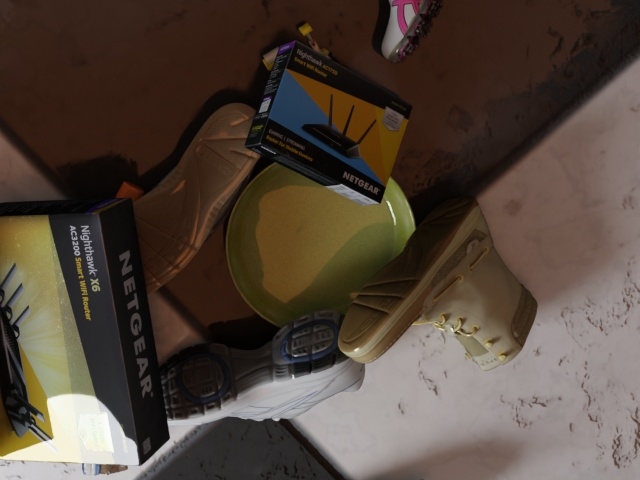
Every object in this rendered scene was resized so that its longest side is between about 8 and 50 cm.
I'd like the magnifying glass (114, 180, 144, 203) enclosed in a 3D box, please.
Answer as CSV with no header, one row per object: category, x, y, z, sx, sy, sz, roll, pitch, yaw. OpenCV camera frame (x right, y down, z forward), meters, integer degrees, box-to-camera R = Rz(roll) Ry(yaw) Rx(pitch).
magnifying glass,-0.283,0.032,1.489,0.092,0.026,0.231,27,99,-13

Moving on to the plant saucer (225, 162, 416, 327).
plant saucer,0.000,0.000,1.510,0.241,0.037,0.241,-2,106,-6

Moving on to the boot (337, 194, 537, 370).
boot,0.154,0.100,1.486,0.262,0.095,0.203,-49,119,-27

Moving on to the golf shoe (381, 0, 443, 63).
golf shoe,0.109,-0.305,1.436,0.086,0.067,0.186,26,102,14

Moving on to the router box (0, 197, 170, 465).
router box,-0.323,0.108,1.421,0.243,0.081,0.309,-2,105,21

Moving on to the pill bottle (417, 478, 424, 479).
pill bottle,0.069,0.378,1.591,0.169,0.094,0.094,-20,106,-1

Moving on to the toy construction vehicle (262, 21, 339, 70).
toy construction vehicle,-0.022,-0.204,1.457,0.086,0.035,0.098,-35,115,3

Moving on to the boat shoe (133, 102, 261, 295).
boat shoe,-0.160,-0.041,1.449,0.103,0.092,0.285,38,94,8

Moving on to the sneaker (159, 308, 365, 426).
sneaker,-0.079,0.189,1.514,0.297,0.111,0.129,-14,139,11

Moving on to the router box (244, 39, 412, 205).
router box,0.011,-0.136,1.417,0.179,0.046,0.133,25,76,-29

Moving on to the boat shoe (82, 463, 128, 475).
boat shoe,-0.262,0.213,1.525,0.066,0.066,0.183,5,112,-15
